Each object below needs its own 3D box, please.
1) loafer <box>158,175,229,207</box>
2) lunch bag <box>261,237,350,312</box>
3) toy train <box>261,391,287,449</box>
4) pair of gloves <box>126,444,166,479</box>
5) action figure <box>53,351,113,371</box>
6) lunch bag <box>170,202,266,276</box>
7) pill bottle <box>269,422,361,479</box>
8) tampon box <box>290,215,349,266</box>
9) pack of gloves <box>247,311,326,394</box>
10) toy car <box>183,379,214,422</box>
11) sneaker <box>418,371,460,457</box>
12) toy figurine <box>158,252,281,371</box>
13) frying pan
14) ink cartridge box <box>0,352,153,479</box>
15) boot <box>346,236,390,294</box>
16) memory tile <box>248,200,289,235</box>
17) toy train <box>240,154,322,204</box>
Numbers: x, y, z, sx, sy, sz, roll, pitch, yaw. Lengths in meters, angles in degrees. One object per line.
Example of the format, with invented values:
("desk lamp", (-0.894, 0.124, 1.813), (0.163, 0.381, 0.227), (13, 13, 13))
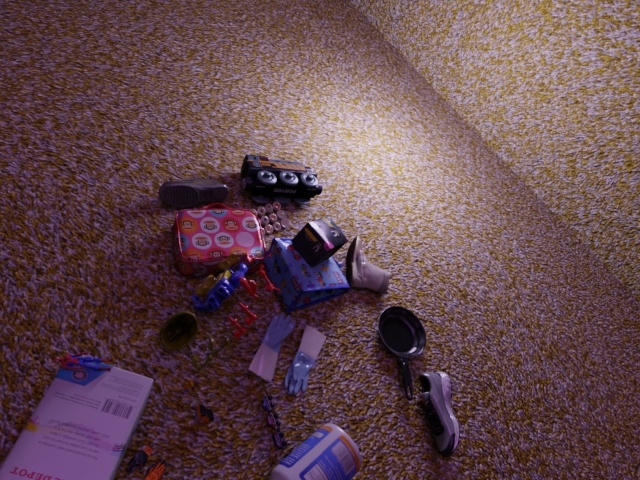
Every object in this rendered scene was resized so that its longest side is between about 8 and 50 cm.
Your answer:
("loafer", (-0.456, -0.176, 1.556), (0.251, 0.094, 0.087), (-4, 33, -40))
("lunch bag", (-0.028, 0.100, 1.542), (0.293, 0.138, 0.220), (-8, 57, -42))
("toy train", (-0.135, 0.510, 1.238), (0.036, 0.027, 0.158), (-13, 63, -21))
("pair of gloves", (-0.425, 0.553, 1.069), (0.083, 0.010, 0.074), (40, 49, 6))
("action figure", (-0.522, 0.267, 0.960), (0.115, 0.030, 0.038), (9, 55, -19))
("lunch bag", (-0.342, -0.014, 1.459), (0.293, 0.120, 0.258), (-1, 56, -27))
("pill bottle", (-0.034, 0.616, 1.126), (0.272, 0.152, 0.152), (-27, 71, -37))
("tampon box", (0.000, 0.000, 1.503), (0.120, 0.101, 0.161), (49, 26, 9))
("pack of gloves", (-0.105, 0.355, 1.371), (0.195, 0.046, 0.232), (36, 50, -14))
("toy car", (-0.335, 0.445, 1.191), (0.040, 0.060, 0.122), (-40, 54, 2))
("sneaker", (0.373, 0.556, 1.414), (0.108, 0.100, 0.271), (13, 48, -17))
("toy figurine", (-0.298, 0.188, 1.332), (0.191, 0.217, 0.362), (43, 91, -11))
("frying pan", (0.309, 0.384, 1.539), (0.197, 0.053, 0.326), (-5, 61, -29))
("ink cartridge box", (-0.531, 0.437, 0.975), (0.198, 0.197, 0.270), (22, 48, -10))
("boot", (0.186, 0.096, 1.674), (0.165, 0.077, 0.213), (16, 56, -15))
("memory tile", (-0.193, -0.081, 1.629), (0.148, 0.012, 0.113), (-22, 91, -37))
("toy train", (-0.157, -0.243, 1.720), (0.334, 0.142, 0.190), (0, 47, -27))
